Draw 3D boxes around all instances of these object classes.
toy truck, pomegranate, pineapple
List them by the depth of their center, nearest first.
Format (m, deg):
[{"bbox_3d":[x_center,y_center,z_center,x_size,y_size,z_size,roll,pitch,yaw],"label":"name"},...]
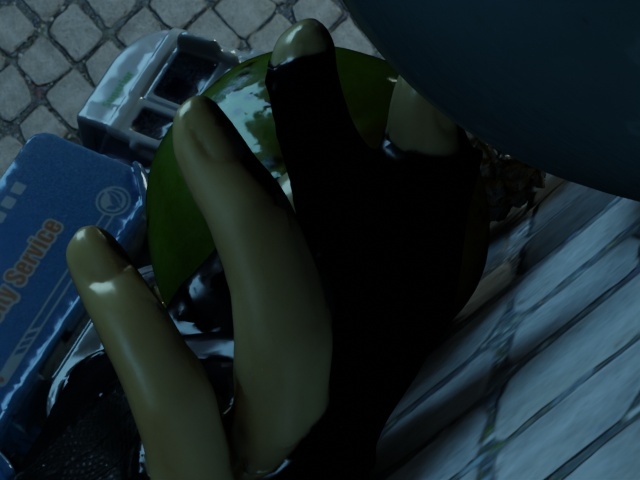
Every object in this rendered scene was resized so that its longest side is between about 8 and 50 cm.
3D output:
[{"bbox_3d":[0.000,0.000,0.966,0.181,0.181,0.224,-43,-19,-10],"label":"pomegranate"},{"bbox_3d":[0.071,-0.034,1.116,0.103,0.083,0.221,-43,2,-26],"label":"pineapple"},{"bbox_3d":[-0.127,0.035,1.137,0.367,0.175,0.146,-58,-14,-27],"label":"toy truck"}]

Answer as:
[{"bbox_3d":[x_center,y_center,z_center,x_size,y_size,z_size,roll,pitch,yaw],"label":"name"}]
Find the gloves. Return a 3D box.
[{"bbox_3d":[-0.034,0.045,0.772,0.197,0.152,0.301,-70,3,-68],"label":"gloves"}]

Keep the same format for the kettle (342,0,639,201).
[{"bbox_3d":[0.168,-0.124,0.410,0.319,0.247,0.342,-17,10,-6],"label":"kettle"}]
